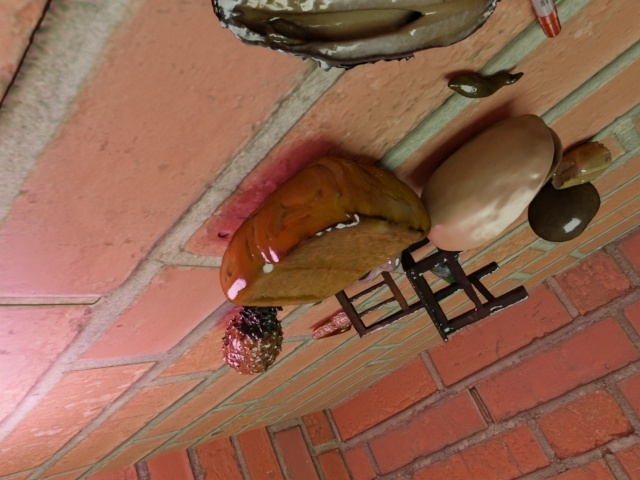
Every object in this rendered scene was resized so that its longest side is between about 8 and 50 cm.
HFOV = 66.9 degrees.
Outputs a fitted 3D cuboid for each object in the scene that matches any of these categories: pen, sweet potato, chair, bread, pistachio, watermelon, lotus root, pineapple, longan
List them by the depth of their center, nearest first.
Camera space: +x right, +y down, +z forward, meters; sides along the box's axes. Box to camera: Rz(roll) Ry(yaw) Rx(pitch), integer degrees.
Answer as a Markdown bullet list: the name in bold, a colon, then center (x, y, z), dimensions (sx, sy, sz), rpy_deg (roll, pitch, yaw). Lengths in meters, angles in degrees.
- **lotus root**: center (0.040, -0.266, 0.486), dimensions (0.329, 0.078, 0.167), rpy_deg (-12, 129, -23)
- **pen**: center (0.279, -0.330, 0.628), dimensions (0.028, 0.028, 0.239), rpy_deg (-38, 153, 25)
- **sweet potato**: center (0.256, -0.245, 0.765), dimensions (0.153, 0.038, 0.041), rpy_deg (-15, 176, -26)
- **bread**: center (-0.003, -0.007, 0.868), dimensions (0.328, 0.148, 0.336), rpy_deg (-36, 156, 31)
- **pistachio**: center (0.317, -0.103, 0.924), dimensions (0.299, 0.188, 0.187), rpy_deg (-44, 150, 26)
- **pineapple**: center (-0.155, 0.195, 1.149), dimensions (0.157, 0.158, 0.279), rpy_deg (-12, 139, -27)
- **chair**: center (0.241, 0.122, 1.187), dimensions (0.415, 0.203, 0.241), rpy_deg (-30, -168, 9)
- **bread**: center (0.638, -0.186, 1.193), dimensions (0.105, 0.082, 0.125), rpy_deg (-10, 163, -9)
- **longan**: center (0.655, -0.085, 1.309), dimensions (0.187, 0.168, 0.167), rpy_deg (-33, 154, 14)
- **watermelon**: center (0.387, 0.063, 1.488), dimensions (0.101, 0.080, 0.155), rpy_deg (13, 154, 2)
- **bread**: center (0.061, 0.280, 1.592), dimensions (0.154, 0.054, 0.136), rpy_deg (-29, 154, 22)

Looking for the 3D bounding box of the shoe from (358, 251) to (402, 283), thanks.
- **shoe**: center (0.101, 0.029, 1.106), dimensions (0.112, 0.099, 0.227), rpy_deg (20, 159, -17)
